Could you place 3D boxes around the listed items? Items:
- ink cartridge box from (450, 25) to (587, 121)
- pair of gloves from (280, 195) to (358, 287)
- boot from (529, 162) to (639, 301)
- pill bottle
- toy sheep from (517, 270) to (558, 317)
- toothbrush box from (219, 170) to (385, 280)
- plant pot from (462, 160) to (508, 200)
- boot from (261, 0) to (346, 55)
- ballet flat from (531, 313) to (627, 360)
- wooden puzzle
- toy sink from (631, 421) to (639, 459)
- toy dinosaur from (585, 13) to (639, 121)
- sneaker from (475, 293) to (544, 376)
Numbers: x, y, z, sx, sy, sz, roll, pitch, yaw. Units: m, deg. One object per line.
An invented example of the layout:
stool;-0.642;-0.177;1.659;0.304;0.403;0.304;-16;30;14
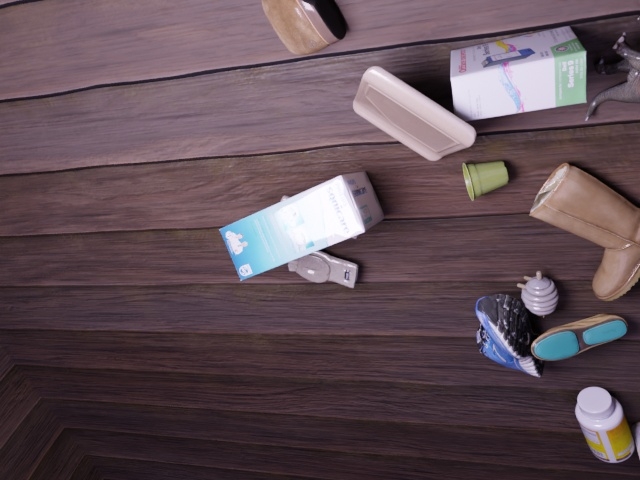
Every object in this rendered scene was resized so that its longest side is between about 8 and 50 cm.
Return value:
ink cartridge box;0.340;-0.292;0.915;0.213;0.154;0.093;-7;124;20
pair of gloves;0.000;0.000;1.298;0.204;0.042;0.240;8;122;17
boot;0.572;-0.013;1.114;0.270;0.089;0.236;24;118;-4
pill bottle;0.776;0.502;1.423;0.117;0.117;0.215;-18;120;26
toy sheep;0.519;0.127;1.231;0.091;0.091;0.132;-8;124;21
toothbrush box;-0.032;-0.038;1.132;0.296;0.216;0.126;-23;92;19
plant pot;0.349;-0.133;1.090;0.079;0.083;0.083;-14;122;10
boot;-0.083;-0.473;0.932;0.115;0.112;0.305;-15;124;37
ballet flat;0.616;0.232;1.256;0.232;0.073;0.080;-15;101;3
wooden puzzle;0.169;-0.236;0.980;0.221;0.239;0.044;32;89;-3
toy sink;0.951;0.568;1.405;0.234;0.152;0.131;36;127;-14
toy dinosaur;0.573;-0.309;0.865;0.160;0.121;0.313;33;125;6
sneaker;0.444;0.242;1.286;0.147;0.129;0.330;-3;143;39
